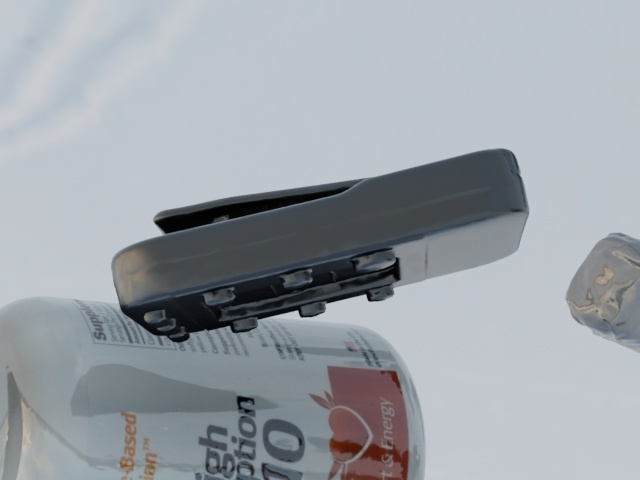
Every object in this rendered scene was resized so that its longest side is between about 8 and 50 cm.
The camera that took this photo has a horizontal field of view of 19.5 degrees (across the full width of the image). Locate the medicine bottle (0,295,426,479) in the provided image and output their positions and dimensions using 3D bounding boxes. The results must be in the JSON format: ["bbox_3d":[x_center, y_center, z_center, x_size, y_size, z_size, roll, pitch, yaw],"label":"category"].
[{"bbox_3d":[-0.099,0.113,1.009,0.288,0.157,0.157,6,176,-29],"label":"medicine bottle"}]

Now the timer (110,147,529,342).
[{"bbox_3d":[0.000,0.000,0.866,0.187,0.055,0.144,-13,171,1],"label":"timer"}]

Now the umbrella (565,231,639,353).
[{"bbox_3d":[0.297,0.071,1.266,0.337,0.073,0.067,20,-154,-38],"label":"umbrella"}]
